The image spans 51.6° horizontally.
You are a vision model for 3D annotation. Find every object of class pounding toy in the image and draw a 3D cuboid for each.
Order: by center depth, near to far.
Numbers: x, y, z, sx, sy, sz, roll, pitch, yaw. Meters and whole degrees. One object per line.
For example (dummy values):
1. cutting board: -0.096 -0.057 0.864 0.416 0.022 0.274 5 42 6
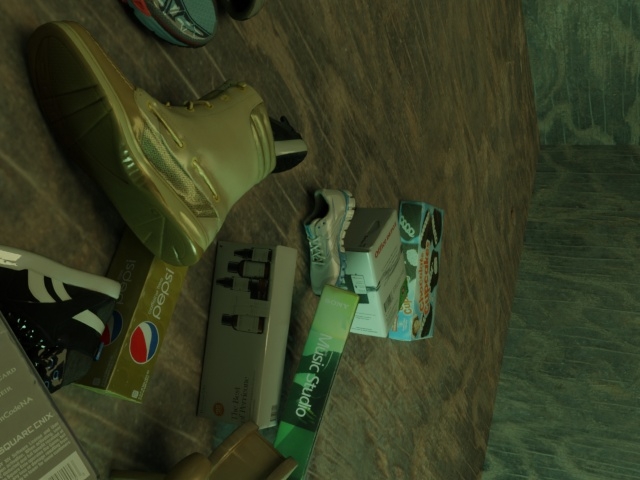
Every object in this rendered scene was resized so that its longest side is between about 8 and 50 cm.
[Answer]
1. pounding toy: -0.136 0.278 0.778 0.154 0.155 0.269 -41 163 -34

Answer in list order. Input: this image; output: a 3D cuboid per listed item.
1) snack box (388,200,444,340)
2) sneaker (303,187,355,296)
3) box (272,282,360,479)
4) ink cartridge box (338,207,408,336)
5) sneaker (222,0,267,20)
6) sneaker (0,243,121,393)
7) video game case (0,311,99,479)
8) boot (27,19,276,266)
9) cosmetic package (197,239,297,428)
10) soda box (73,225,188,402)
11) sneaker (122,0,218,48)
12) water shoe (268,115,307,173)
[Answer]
1. snack box: 0.234 0.075 1.595 0.187 0.060 0.321 9 86 -63
2. sneaker: 0.000 0.000 1.123 0.083 0.071 0.190 13 82 -46
3. box: -0.011 0.225 0.982 0.232 0.058 0.322 51 56 -84
4. ink cartridge box: 0.100 0.059 1.290 0.153 0.087 0.208 -53 140 -47
5. sneaker: -0.119 -0.378 0.775 0.108 0.100 0.271 -67 149 -23
6. sneaker: -0.261 0.074 0.574 0.217 0.079 0.121 32 65 -62
7. video game case: -0.294 0.113 0.437 0.196 0.026 0.274 -37 107 -41
8. boot: -0.156 -0.132 0.692 0.262 0.095 0.203 58 43 -22
9. cosmetic package: -0.099 0.123 0.891 0.060 0.099 0.239 13 82 -61
10. soda box: -0.202 0.077 0.717 0.061 0.058 0.181 48 52 -55
11. sneaker: -0.153 -0.318 0.679 0.104 0.125 0.262 -62 145 -38
12. water shoe: -0.104 -0.133 0.893 0.203 0.073 0.080 -6 62 -54
